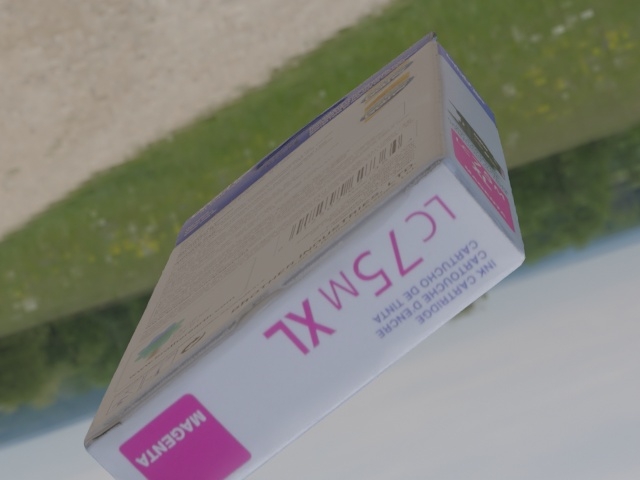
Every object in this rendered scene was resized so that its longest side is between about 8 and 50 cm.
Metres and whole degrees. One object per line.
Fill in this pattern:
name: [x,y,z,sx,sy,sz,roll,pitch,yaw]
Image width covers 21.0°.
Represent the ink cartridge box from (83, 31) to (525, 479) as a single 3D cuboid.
ink cartridge box: [0.000,0.000,0.804,0.186,0.065,0.311,-38,-167,12]
